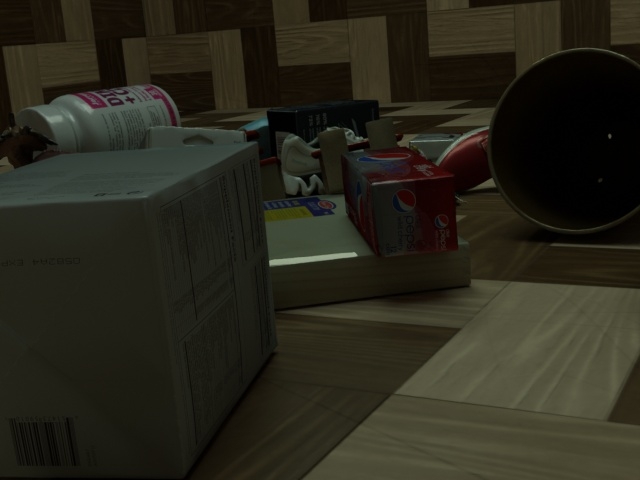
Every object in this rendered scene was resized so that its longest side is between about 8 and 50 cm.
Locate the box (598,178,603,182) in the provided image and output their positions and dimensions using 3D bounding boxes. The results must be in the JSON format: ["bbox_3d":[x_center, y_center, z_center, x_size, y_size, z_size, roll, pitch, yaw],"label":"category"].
[{"bbox_3d":[0.482,-0.133,1.567,0.231,0.056,0.183,-5,13,1],"label":"box"}]

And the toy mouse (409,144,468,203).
[{"bbox_3d":[0.181,-0.096,1.449,0.031,0.143,0.161,-41,-27,6],"label":"toy mouse"}]

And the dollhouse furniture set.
[{"bbox_3d":[0.008,-0.141,1.480,0.259,0.135,0.262,-12,1,2],"label":"dollhouse furniture set"}]

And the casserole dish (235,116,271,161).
[{"bbox_3d":[-0.134,-0.192,1.858,0.114,0.037,0.188,-27,-19,-14],"label":"casserole dish"}]

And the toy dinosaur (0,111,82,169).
[{"bbox_3d":[-0.422,-0.104,1.441,0.296,0.200,0.127,3,15,28],"label":"toy dinosaur"}]

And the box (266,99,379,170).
[{"bbox_3d":[0.011,-0.195,1.795,0.207,0.153,0.108,-12,15,-34],"label":"box"}]

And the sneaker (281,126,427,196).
[{"bbox_3d":[0.064,-0.154,1.681,0.292,0.118,0.110,-8,11,-19],"label":"sneaker"}]

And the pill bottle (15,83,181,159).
[{"bbox_3d":[-0.408,-0.194,1.664,0.160,0.160,0.283,5,17,37],"label":"pill bottle"}]

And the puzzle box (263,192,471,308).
[{"bbox_3d":[0.000,0.000,1.169,0.272,0.052,0.409,-7,13,-8],"label":"puzzle box"}]

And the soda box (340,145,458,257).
[{"bbox_3d":[0.086,-0.051,1.059,0.092,0.083,0.263,-6,14,-4],"label":"soda box"}]

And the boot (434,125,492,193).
[{"bbox_3d":[0.311,-0.150,1.498,0.244,0.088,0.176,-29,13,-5],"label":"boot"}]

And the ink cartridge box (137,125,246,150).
[{"bbox_3d":[-0.216,-0.113,1.468,0.154,0.093,0.212,0,-11,-18],"label":"ink cartridge box"}]

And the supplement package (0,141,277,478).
[{"bbox_3d":[-0.166,0.040,0.723,0.199,0.198,0.262,-3,13,12],"label":"supplement package"}]

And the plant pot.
[{"bbox_3d":[0.388,-0.124,1.256,0.237,0.237,0.254,3,1,31],"label":"plant pot"}]

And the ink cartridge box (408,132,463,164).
[{"bbox_3d":[0.246,-0.192,1.912,0.099,0.056,0.135,0,13,15],"label":"ink cartridge box"}]
